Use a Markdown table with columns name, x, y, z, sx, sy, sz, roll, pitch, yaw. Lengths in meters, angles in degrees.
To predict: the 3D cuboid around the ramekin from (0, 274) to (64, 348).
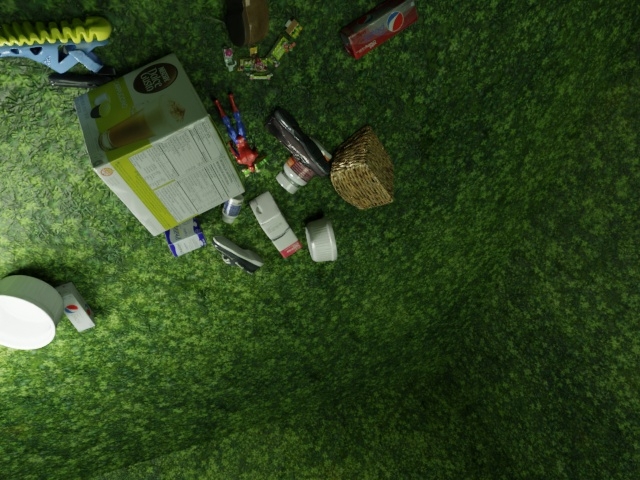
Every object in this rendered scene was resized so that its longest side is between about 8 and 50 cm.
| name | x | y | z | sx | sy | sz | roll | pitch | yaw |
| --- | --- | --- | --- | --- | --- | --- | --- | --- | --- |
| ramekin | -1.096 | 0.258 | 1.667 | 0.276 | 0.135 | 0.277 | -1 | 128 | -2 |

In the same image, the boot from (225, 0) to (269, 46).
| name | x | y | z | sx | sy | sz | roll | pitch | yaw |
| --- | --- | --- | --- | --- | --- | --- | --- | --- | --- |
| boot | -0.220 | -0.743 | 1.341 | 0.115 | 0.112 | 0.306 | -30 | 132 | -39 |

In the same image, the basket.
| name | x | y | z | sx | sy | sz | roll | pitch | yaw |
| --- | --- | --- | --- | --- | --- | --- | --- | --- | --- |
| basket | 0.175 | -0.306 | 1.978 | 0.213 | 0.223 | 0.299 | -12 | 146 | 29 |

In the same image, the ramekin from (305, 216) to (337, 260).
| name | x | y | z | sx | sy | sz | roll | pitch | yaw |
| --- | --- | --- | --- | --- | --- | --- | --- | --- | --- |
| ramekin | 0.000 | 0.000 | 2.084 | 0.108 | 0.207 | 0.207 | -12 | 135 | -6 |

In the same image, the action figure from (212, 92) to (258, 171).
| name | x | y | z | sx | sy | sz | roll | pitch | yaw |
| --- | --- | --- | --- | --- | --- | --- | --- | --- | --- |
| action figure | -0.299 | -0.385 | 1.641 | 0.091 | 0.139 | 0.281 | -23 | 115 | -6 |

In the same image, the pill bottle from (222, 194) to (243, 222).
| name | x | y | z | sx | sy | sz | roll | pitch | yaw |
| --- | --- | --- | --- | --- | --- | --- | --- | --- | --- |
| pill bottle | -0.360 | -0.133 | 1.842 | 0.067 | 0.067 | 0.120 | 5 | 126 | -33 |

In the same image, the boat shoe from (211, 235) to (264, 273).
| name | x | y | z | sx | sy | sz | roll | pitch | yaw |
| --- | --- | --- | --- | --- | --- | --- | --- | --- | --- |
| boat shoe | -0.373 | 0.074 | 1.993 | 0.091 | 0.114 | 0.302 | -48 | 135 | 8 |

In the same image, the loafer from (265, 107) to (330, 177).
| name | x | y | z | sx | sy | sz | roll | pitch | yaw |
| --- | --- | --- | --- | --- | --- | --- | --- | --- | --- |
| loafer | -0.084 | -0.352 | 1.699 | 0.095 | 0.109 | 0.303 | -35 | 99 | 29 |

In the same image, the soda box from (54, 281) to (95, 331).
| name | x | y | z | sx | sy | sz | roll | pitch | yaw |
| --- | --- | --- | --- | --- | --- | --- | --- | --- | --- |
| soda box | -0.993 | 0.271 | 1.839 | 0.069 | 0.074 | 0.216 | -19 | 136 | -14 |

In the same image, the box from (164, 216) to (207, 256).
| name | x | y | z | sx | sy | sz | roll | pitch | yaw |
| --- | --- | --- | --- | --- | --- | --- | --- | --- | --- |
| box | -0.537 | -0.022 | 1.796 | 0.137 | 0.126 | 0.072 | -24 | 138 | -10 |

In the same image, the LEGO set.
| name | x | y | z | sx | sy | sz | roll | pitch | yaw |
| --- | --- | --- | --- | --- | --- | --- | --- | --- | --- |
| LEGO set | -0.169 | -0.605 | 1.485 | 0.286 | 0.107 | 0.132 | -25 | 137 | -8 |

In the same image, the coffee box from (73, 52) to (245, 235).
| name | x | y | z | sx | sy | sz | roll | pitch | yaw |
| --- | --- | --- | --- | --- | --- | --- | --- | --- | --- |
| coffee box | -0.477 | -0.288 | 1.388 | 0.334 | 0.338 | 0.338 | -28 | 148 | -6 |

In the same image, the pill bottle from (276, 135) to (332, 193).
| name | x | y | z | sx | sy | sz | roll | pitch | yaw |
| --- | --- | --- | --- | --- | --- | --- | --- | --- | --- |
| pill bottle | -0.069 | -0.299 | 1.818 | 0.221 | 0.121 | 0.121 | -44 | 136 | 13 |

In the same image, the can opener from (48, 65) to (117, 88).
| name | x | y | z | sx | sy | sz | roll | pitch | yaw |
| --- | --- | --- | --- | --- | --- | --- | --- | --- | --- |
| can opener | -0.701 | -0.473 | 1.345 | 0.185 | 0.073 | 0.059 | -10 | 172 | -19 |

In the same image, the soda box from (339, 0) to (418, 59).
| name | x | y | z | sx | sy | sz | roll | pitch | yaw |
| --- | --- | --- | --- | --- | --- | --- | --- | --- | --- |
| soda box | 0.203 | -0.752 | 1.586 | 0.263 | 0.083 | 0.092 | -32 | 137 | 1 |

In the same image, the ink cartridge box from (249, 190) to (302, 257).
| name | x | y | z | sx | sy | sz | roll | pitch | yaw |
| --- | --- | --- | --- | --- | --- | --- | --- | --- | --- |
| ink cartridge box | -0.189 | -0.068 | 1.924 | 0.100 | 0.172 | 0.237 | -32 | 138 | -1 |

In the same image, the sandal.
| name | x | y | z | sx | sy | sz | roll | pitch | yaw |
| --- | --- | --- | --- | --- | --- | --- | --- | --- | --- |
| sandal | -0.727 | -0.517 | 1.233 | 0.317 | 0.126 | 0.138 | -12 | 138 | -19 |

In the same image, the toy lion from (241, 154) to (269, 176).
| name | x | y | z | sx | sy | sz | roll | pitch | yaw |
| --- | --- | --- | --- | --- | --- | --- | --- | --- | --- |
| toy lion | -0.246 | -0.296 | 1.754 | 0.100 | 0.096 | 0.034 | -15 | 122 | 38 |
